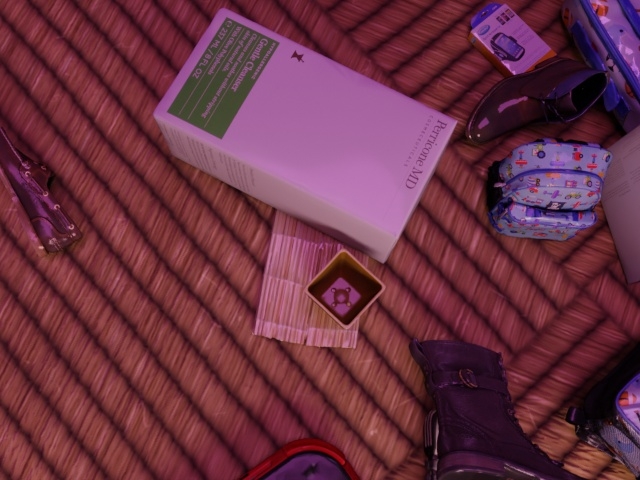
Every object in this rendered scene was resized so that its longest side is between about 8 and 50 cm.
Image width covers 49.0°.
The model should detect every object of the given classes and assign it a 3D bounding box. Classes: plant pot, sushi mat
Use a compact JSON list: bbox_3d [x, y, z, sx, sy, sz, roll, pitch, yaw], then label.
[{"bbox_3d":[0.031,0.074,0.980,0.081,0.083,0.081,42,78,8],"label":"plant pot"},{"bbox_3d":[0.000,0.000,1.050,0.152,0.019,0.316,10,76,0],"label":"sushi mat"}]

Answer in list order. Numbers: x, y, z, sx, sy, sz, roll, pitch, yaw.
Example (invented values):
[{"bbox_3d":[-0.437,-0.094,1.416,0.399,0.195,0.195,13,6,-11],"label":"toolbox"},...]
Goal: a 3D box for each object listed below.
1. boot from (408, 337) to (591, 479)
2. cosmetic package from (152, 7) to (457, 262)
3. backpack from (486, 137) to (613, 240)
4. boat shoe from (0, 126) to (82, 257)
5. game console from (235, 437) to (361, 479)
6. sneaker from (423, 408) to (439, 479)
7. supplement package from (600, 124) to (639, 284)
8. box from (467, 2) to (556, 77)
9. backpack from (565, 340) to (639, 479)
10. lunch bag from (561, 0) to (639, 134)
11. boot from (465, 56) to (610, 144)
[{"bbox_3d":[0.247,0.236,0.932,0.263,0.091,0.229,20,38,-14],"label":"boot"},{"bbox_3d":[-0.020,-0.143,0.996,0.366,0.155,0.197,26,76,6],"label":"cosmetic package"},{"bbox_3d":[0.330,-0.076,1.007,0.158,0.173,0.116,7,77,-2],"label":"backpack"},{"bbox_3d":[-0.417,-0.078,1.021,0.073,0.073,0.207,-28,87,-11],"label":"boat shoe"},{"bbox_3d":[-0.062,0.493,0.922,0.387,0.060,0.342,-33,87,-9],"label":"game console"},{"bbox_3d":[0.210,0.346,0.950,0.132,0.086,0.228,4,76,-5],"label":"sneaker"},{"bbox_3d":[0.520,-0.064,1.004,0.149,0.194,0.203,-12,78,-7],"label":"supplement package"},{"bbox_3d":[0.304,-0.320,1.138,0.081,0.028,0.136,-40,80,-11],"label":"box"},{"bbox_3d":[0.527,0.248,0.929,0.276,0.213,0.263,-37,86,-11],"label":"backpack"},{"bbox_3d":[0.530,-0.309,1.099,0.243,0.115,0.303,-21,75,-9],"label":"lunch bag"},{"bbox_3d":[0.327,-0.210,1.062,0.219,0.106,0.082,-36,118,-11],"label":"boot"}]
